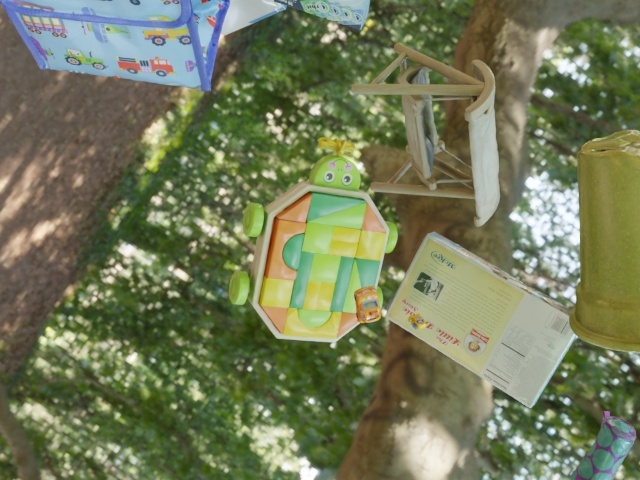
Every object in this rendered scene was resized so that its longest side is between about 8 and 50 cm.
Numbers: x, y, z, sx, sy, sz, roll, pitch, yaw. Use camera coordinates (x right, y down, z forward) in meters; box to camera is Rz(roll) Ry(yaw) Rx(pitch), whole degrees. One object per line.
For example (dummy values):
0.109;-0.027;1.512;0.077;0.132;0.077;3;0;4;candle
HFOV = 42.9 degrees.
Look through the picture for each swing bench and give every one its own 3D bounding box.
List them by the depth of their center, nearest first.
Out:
0.219;-0.197;1.499;0.165;0.255;0.253;-48;142;-32;swing bench

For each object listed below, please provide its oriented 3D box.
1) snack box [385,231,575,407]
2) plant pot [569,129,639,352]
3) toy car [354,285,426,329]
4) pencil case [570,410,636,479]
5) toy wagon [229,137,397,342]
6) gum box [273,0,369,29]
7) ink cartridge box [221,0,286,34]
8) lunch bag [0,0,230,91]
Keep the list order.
0.298;0.143;1.513;0.060;0.322;0.187;-11;129;-64;snack box
0.456;-0.019;1.097;0.276;0.253;0.276;-13;-167;3;plant pot
0.107;0.101;1.196;0.040;0.122;0.060;-124;-138;-61;toy car
0.502;0.385;1.453;0.070;0.065;0.151;48;-55;49;pencil case
0.000;0.000;1.366;0.068;0.267;0.344;-142;-118;-64;toy wagon
0.007;-0.430;1.276;0.184;0.157;0.041;97;15;-60;gum box
-0.168;-0.590;1.600;0.198;0.197;0.270;-6;-117;45;ink cartridge box
-0.236;-0.295;0.888;0.293;0.221;0.138;83;16;-76;lunch bag
